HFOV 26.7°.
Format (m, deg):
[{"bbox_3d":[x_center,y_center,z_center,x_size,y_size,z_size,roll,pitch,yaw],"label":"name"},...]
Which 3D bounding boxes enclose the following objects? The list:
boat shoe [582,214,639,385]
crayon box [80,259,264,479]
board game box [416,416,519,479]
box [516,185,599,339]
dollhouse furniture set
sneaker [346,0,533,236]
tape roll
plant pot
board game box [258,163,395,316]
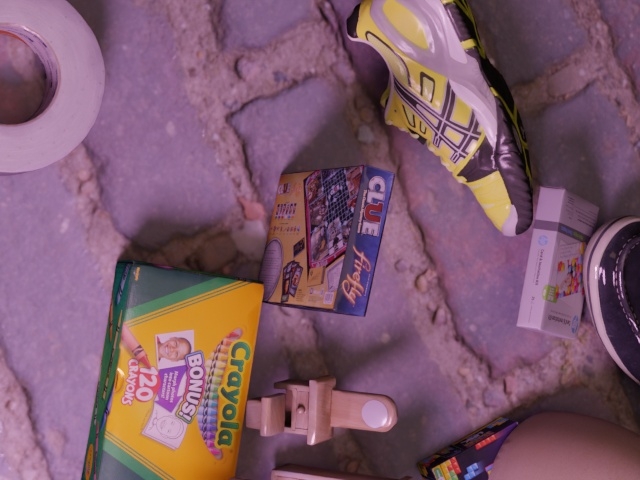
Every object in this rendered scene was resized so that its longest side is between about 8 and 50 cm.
[{"bbox_3d":[0.527,0.176,1.842,0.187,0.156,0.500,-37,105,-22],"label":"boat shoe"},{"bbox_3d":[-0.174,0.172,1.589,0.165,0.081,0.278,10,86,-23],"label":"crayon box"},{"bbox_3d":[0.222,0.341,1.779,0.141,0.048,0.170,-26,100,-20],"label":"board game box"},{"bbox_3d":[0.315,0.032,1.782,0.145,0.038,0.186,18,82,-59],"label":"box"},{"bbox_3d":[-0.043,0.320,1.491,0.355,0.174,0.303,-2,94,-64],"label":"dollhouse furniture set"},{"bbox_3d":[0.164,-0.169,1.724,0.147,0.145,0.384,-21,111,16],"label":"sneaker"},{"bbox_3d":[-0.356,-0.182,1.515,0.219,0.072,0.219,0,90,-24],"label":"tape roll"},{"bbox_3d":[0.374,0.360,1.723,0.284,0.191,0.284,7,80,-40],"label":"plant pot"},{"bbox_3d":[0.000,0.000,1.575,0.042,0.243,0.165,14,85,-23],"label":"board game box"}]
